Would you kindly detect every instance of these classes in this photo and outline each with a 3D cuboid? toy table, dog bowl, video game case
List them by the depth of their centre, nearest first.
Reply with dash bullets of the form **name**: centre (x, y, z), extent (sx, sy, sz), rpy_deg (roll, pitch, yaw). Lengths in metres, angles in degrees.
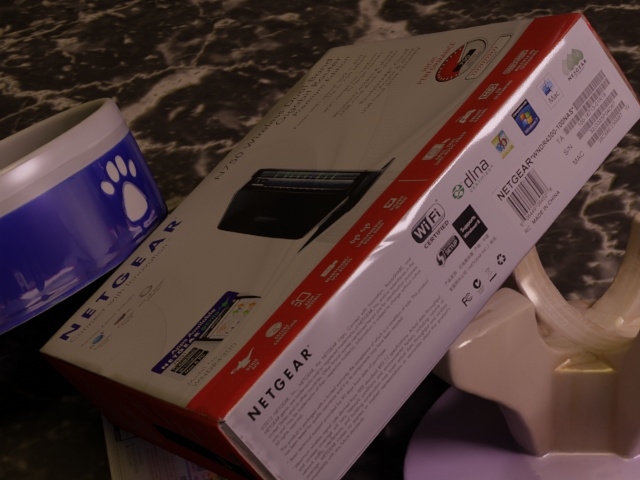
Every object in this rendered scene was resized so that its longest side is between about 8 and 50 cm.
- **toy table**: centre (0.172, 0.078, 0.875), extent (0.252, 0.161, 0.274), rpy_deg (22, 43, 35)
- **video game case**: centre (-0.078, 0.152, 0.937), extent (0.143, 0.019, 0.157), rpy_deg (-13, 34, -8)
- **dog bowl**: centre (-0.257, -0.008, 1.038), extent (0.265, 0.104, 0.265), rpy_deg (-25, 15, 7)

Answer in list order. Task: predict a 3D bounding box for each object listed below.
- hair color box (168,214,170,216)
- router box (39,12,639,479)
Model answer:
- **hair color box**: centre (-0.067, 0.032, 1.080), extent (0.167, 0.053, 0.093), rpy_deg (6, 37, 21)
- **router box**: centre (0.000, 0.000, 0.872), extent (0.335, 0.082, 0.301), rpy_deg (-48, 24, -20)
